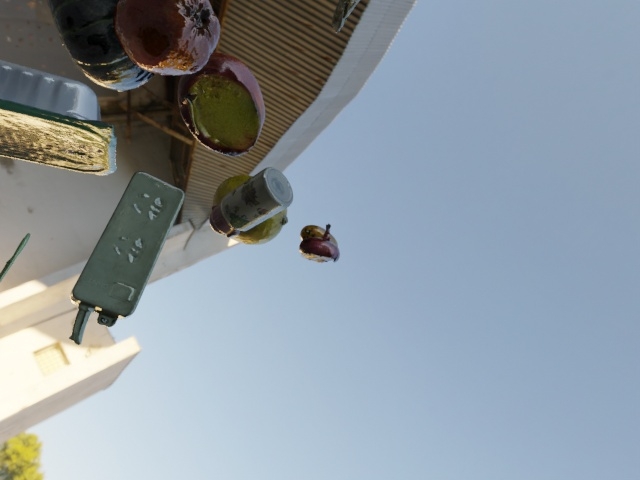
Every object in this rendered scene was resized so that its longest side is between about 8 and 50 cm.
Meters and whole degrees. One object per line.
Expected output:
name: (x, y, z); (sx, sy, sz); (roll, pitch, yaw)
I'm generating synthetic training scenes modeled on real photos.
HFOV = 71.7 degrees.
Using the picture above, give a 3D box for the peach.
peach: (-0.402, -0.562, 1.820); (0.310, 0.335, 0.406); (-108, 177, -45)

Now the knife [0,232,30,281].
knife: (-0.831, 0.052, 1.191); (0.030, 0.207, 0.014); (-21, -49, 17)

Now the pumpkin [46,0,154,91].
pumpkin: (-0.555, -0.558, 1.158); (0.323, 0.241, 0.323); (164, -90, -84)

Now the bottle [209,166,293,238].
bottle: (-0.201, -0.093, 1.213); (0.253, 0.120, 0.120); (-28, -93, 31)

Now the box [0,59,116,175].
box: (-0.527, -0.226, 0.765); (0.264, 0.336, 0.106); (158, -61, -63)

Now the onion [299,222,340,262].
onion: (0.005, 0.008, 1.530); (0.150, 0.150, 0.140); (7, -96, 41)

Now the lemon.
lemon: (-0.263, -0.113, 1.625); (0.284, 0.260, 0.260); (41, -49, 3)

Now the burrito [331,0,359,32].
burrito: (0.093, -0.648, 1.150); (0.229, 0.063, 0.058); (-50, -126, 54)

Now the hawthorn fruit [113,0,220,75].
hawthorn fruit: (-0.343, -0.454, 0.953); (0.253, 0.205, 0.205); (3, -72, 33)

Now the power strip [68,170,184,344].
power strip: (-0.311, 0.027, 0.701); (0.093, 0.288, 0.053); (27, -30, -24)

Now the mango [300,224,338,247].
mango: (0.001, 0.000, 1.755); (0.178, 0.090, 0.115); (33, -12, -26)
